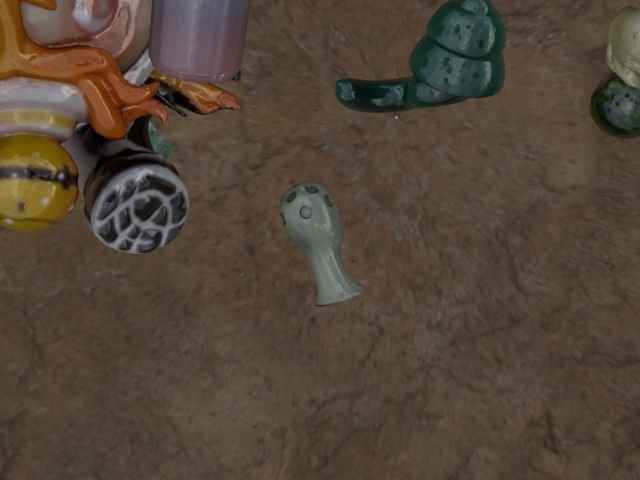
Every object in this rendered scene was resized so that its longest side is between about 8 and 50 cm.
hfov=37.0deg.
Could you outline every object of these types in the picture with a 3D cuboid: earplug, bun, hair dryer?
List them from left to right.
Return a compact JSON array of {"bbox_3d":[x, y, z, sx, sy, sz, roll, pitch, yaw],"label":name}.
[{"bbox_3d":[-0.078,-0.106,0.366,0.114,0.037,0.063,21,117,17],"label":"hair dryer"},{"bbox_3d":[0.189,-0.307,1.628,0.257,0.164,0.280,27,127,4],"label":"earplug"},{"bbox_3d":[0.276,-0.155,0.808,0.086,0.086,0.055,35,98,0],"label":"bun"}]

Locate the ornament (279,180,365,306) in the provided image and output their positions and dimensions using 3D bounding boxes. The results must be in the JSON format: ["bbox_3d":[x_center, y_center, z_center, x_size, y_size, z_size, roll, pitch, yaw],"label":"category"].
[{"bbox_3d":[0.000,0.000,1.210,0.074,0.081,0.156,-13,105,37],"label":"ornament"}]

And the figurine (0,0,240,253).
[{"bbox_3d":[-0.178,-0.161,0.583,0.196,0.323,0.320,-1,63,22],"label":"figurine"}]

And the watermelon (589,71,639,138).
[{"bbox_3d":[0.434,-0.190,1.345,0.108,0.109,0.109,1,97,4],"label":"watermelon"}]

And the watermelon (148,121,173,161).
[{"bbox_3d":[-0.395,-0.214,1.614,0.140,0.193,0.257,-45,69,0],"label":"watermelon"}]
